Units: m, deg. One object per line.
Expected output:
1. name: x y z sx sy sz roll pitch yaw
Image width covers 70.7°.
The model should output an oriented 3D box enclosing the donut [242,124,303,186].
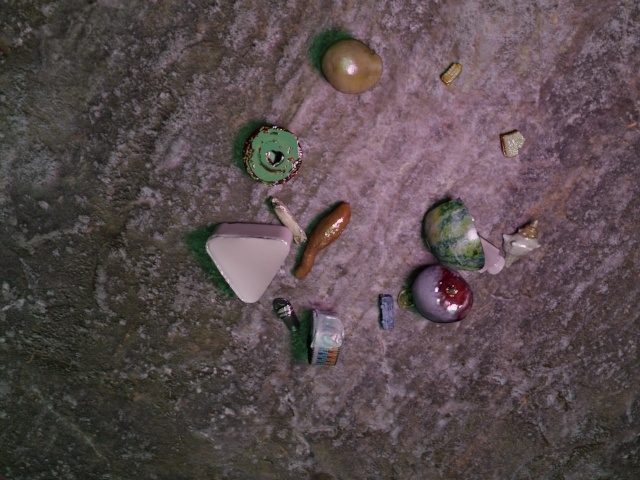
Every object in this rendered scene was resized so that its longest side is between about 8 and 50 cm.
1. donut: -0.181 -0.327 1.732 0.234 0.089 0.235 -1 108 -4

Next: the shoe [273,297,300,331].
1. shoe: -0.144 0.332 1.981 0.071 0.049 0.179 -27 109 4

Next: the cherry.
1. cherry: 0.502 0.230 1.886 0.254 0.296 0.218 35 62 0

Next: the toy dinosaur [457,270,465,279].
1. toy dinosaur: 0.608 0.233 2.020 0.108 0.032 0.220 -8 119 -6

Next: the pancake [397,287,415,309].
1. pancake: 0.392 0.261 2.019 0.107 0.017 0.108 -3 109 -8

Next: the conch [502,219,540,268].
1. conch: 0.849 0.012 1.925 0.137 0.114 0.234 41 107 -3

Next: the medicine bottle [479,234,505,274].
1. medicine bottle: 0.691 0.063 1.937 0.188 0.088 0.132 32 103 -14

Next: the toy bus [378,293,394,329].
1. toy bus: 0.294 0.317 2.015 0.065 0.047 0.166 -8 111 -7

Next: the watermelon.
1. watermelon: 0.558 -0.007 1.820 0.180 0.224 0.306 -18 83 -41

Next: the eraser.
1. eraser: -0.305 0.047 1.809 0.330 0.150 0.332 0 115 1

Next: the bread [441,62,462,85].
1. bread: 0.499 -0.633 1.714 0.049 0.034 0.088 39 98 -1

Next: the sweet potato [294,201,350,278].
1. sweet potato: 0.000 0.000 1.852 0.109 0.109 0.385 33 104 -14

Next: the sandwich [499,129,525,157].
1. sandwich: 0.776 -0.388 1.818 0.093 0.036 0.105 -15 110 0

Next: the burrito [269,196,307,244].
1. burrito: -0.129 -0.081 1.834 0.058 0.063 0.230 -33 110 -3

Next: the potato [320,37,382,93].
1. potato: 0.114 -0.623 1.624 0.234 0.160 0.178 0 148 -19

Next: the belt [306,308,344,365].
1. belt: 0.016 0.418 1.941 0.149 0.207 0.258 3 125 -6
